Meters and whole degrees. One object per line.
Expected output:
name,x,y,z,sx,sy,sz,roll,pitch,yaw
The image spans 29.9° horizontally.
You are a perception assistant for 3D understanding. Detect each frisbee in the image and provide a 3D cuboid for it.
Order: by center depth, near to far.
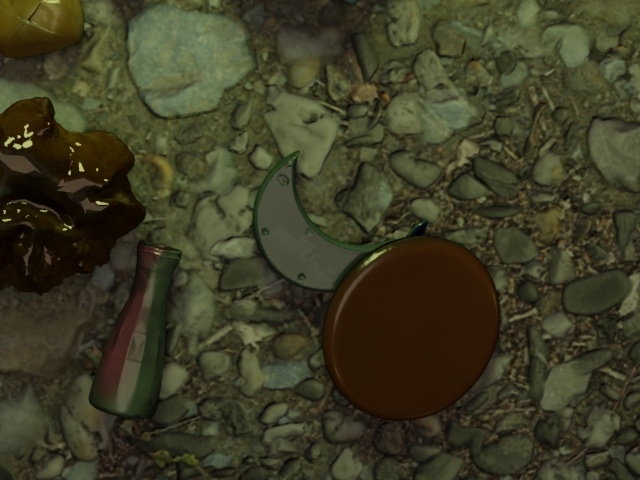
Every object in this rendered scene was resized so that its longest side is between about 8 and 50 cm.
frisbee,0.121,0.116,1.540,0.250,0.021,0.251,-6,106,-20

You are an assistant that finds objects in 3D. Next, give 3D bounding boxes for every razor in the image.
razor,0.097,0.041,1.550,0.028,0.044,0.155,26,94,19

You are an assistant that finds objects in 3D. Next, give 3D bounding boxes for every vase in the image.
vase,-0.225,0.110,1.502,0.086,0.086,0.214,14,93,-8

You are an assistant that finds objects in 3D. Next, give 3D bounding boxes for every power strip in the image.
power strip,0.000,0.000,1.525,0.216,0.044,0.137,44,92,-9

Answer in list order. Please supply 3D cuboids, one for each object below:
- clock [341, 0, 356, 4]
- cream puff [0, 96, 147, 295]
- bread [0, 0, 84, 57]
clock,-0.009,-0.402,1.440,0.194,0.100,0.196,16,99,-12
cream puff,-0.352,-0.042,1.432,0.241,0.155,0.269,41,86,-15
bread,-0.343,-0.265,1.442,0.115,0.056,0.082,-10,99,-5
